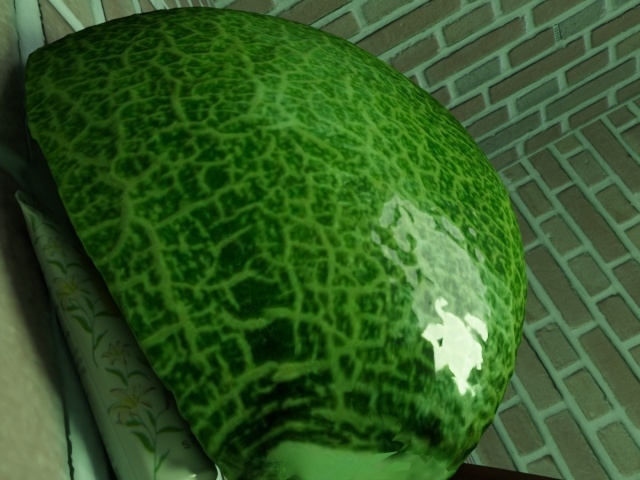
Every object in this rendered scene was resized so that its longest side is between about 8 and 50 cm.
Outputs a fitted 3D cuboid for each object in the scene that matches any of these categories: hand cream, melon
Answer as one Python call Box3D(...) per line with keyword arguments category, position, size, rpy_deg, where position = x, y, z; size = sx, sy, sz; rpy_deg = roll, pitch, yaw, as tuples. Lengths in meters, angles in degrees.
Box3D(category="hand cream", position=(-0.100, 0.058, 0.377), size=(0.194, 0.042, 0.067), rpy_deg=(60, 9, 23))
Box3D(category="melon", position=(-0.016, -0.003, 0.474), size=(0.331, 0.226, 0.343), rpy_deg=(14, 22, -31))

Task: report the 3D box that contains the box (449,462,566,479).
Box3D(category="box", position=(0.225, 0.248, 0.556), size=(0.404, 0.263, 0.108), rpy_deg=(21, 71, -29))
